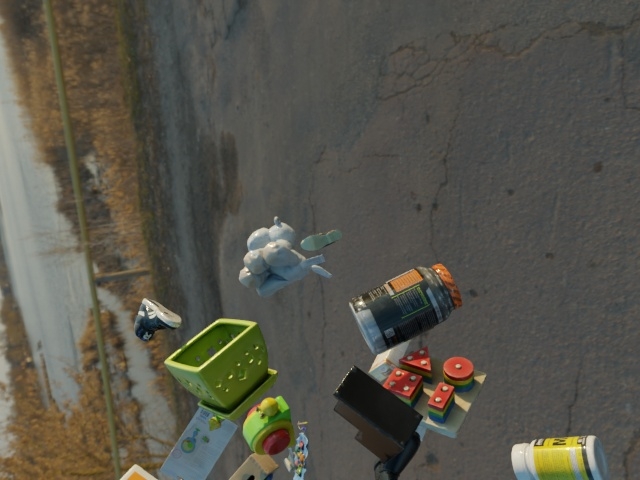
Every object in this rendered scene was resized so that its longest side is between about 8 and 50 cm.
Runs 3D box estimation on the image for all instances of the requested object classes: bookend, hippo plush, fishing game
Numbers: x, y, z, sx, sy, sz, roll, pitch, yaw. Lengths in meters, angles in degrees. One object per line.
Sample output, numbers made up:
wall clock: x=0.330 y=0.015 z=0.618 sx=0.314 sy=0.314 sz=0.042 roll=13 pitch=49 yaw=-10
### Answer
bookend: x=0.096 y=0.341 z=1.006 sx=0.156 sy=0.072 sz=0.157 roll=34 pitch=149 yaw=14
hippo plush: x=-0.150 y=0.024 z=1.781 sx=0.234 sy=0.293 sz=0.237 roll=67 pitch=-175 yaw=-52
fishing game: x=-0.082 y=0.799 z=1.899 sx=0.189 sy=0.041 sz=0.264 roll=134 pitch=144 yaw=-67

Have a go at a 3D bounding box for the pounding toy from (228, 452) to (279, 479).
pounding toy: x=-0.225 y=0.795 z=1.722 sx=0.094 sy=0.181 sz=0.206 roll=41 pitch=178 yaw=18

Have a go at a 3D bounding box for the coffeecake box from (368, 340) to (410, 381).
coffeecake box: x=0.297 y=0.491 z=2.218 sx=0.068 sy=0.186 sz=0.142 roll=37 pitch=142 yaw=-1

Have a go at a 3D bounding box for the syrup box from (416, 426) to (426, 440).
syrup box: x=0.323 y=0.734 z=2.153 sx=0.093 sy=0.236 sz=0.096 roll=-65 pitch=14 yaw=-16

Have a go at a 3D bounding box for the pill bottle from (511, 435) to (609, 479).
pill bottle: x=0.612 y=0.570 z=1.336 sx=0.208 sy=0.119 sz=0.119 roll=-21 pitch=81 yaw=35

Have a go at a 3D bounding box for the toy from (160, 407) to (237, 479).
toy: x=-0.380 y=0.649 z=1.645 sx=0.237 sy=0.136 sz=0.056 roll=-58 pitch=2 yaw=-2

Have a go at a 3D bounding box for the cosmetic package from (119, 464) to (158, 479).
cosmetic package: x=-0.491 y=0.762 z=1.164 sx=0.229 sy=0.453 sz=0.162 roll=29 pitch=117 yaw=9

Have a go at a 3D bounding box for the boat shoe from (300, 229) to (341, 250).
boat shoe: x=0.000 y=0.000 z=1.624 sx=0.043 sy=0.136 sz=0.049 roll=167 pitch=83 yaw=-74

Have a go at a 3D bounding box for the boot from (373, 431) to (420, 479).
boot: x=0.237 y=0.733 z=1.602 sx=0.207 sy=0.094 sz=0.247 roll=-81 pitch=17 yaw=-58

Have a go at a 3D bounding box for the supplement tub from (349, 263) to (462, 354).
supplement tub: x=0.284 y=0.222 z=1.735 sx=0.207 sy=0.337 sz=0.207 roll=155 pitch=90 yaw=-88

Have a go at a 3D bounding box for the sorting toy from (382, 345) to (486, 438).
sorting toy: x=0.330 y=0.427 z=1.560 sx=0.256 sy=0.255 sz=0.090 roll=10 pitch=124 yaw=34

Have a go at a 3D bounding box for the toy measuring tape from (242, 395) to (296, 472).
toy measuring tape: x=-0.124 y=0.497 z=1.277 sx=0.121 sy=0.121 sz=0.330 roll=46 pitch=150 yaw=41

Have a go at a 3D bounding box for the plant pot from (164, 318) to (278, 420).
plant pot: x=-0.275 y=0.377 z=1.513 sx=0.227 sy=0.228 sz=0.207 roll=-6 pitch=116 yaw=51

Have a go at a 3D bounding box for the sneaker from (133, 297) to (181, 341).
sneaker: x=-0.518 y=0.272 z=1.639 sx=0.216 sy=0.079 sz=0.121 roll=19 pitch=85 yaw=49
